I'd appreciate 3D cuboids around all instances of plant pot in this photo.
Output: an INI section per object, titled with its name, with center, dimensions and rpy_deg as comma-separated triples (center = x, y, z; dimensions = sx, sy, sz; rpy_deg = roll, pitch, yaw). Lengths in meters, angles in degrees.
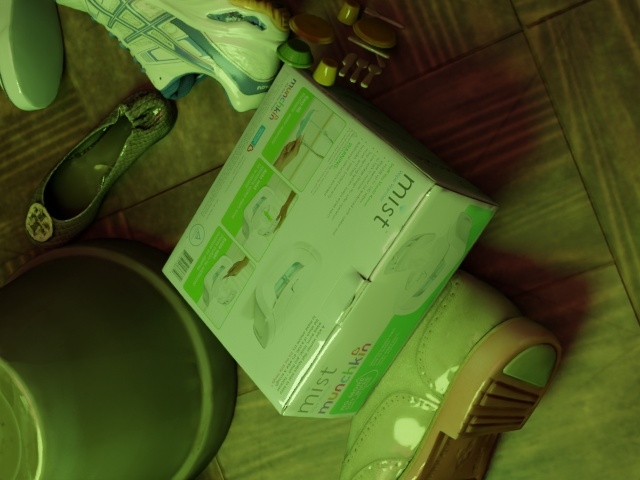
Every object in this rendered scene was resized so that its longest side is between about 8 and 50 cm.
[plant pot]
center = -0.292, 0.172, 1.029
dimensions = 0.323, 0.280, 0.323
rpy_deg = 3, 97, 20

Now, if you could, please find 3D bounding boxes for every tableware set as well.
[tableware set]
center = 0.019, -0.196, 0.954
dimensions = 0.104, 0.154, 0.024
rpy_deg = 26, 131, 1

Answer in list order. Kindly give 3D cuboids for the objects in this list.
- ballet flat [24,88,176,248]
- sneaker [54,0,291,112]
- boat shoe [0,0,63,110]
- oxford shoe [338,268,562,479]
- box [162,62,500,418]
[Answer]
[ballet flat]
center = -0.264, -0.081, 1.108
dimensions = 0.250, 0.058, 0.084
rpy_deg = -40, 82, 19
[sneaker]
center = -0.181, -0.222, 1.038
dimensions = 0.296, 0.112, 0.131
rpy_deg = 19, 108, 20
[boat shoe]
center = -0.369, -0.275, 1.106
dimensions = 0.088, 0.096, 0.267
rpy_deg = -12, 91, 24
[oxford shoe]
center = 0.089, 0.210, 1.001
dimensions = 0.397, 0.140, 0.146
rpy_deg = -57, 49, 19
[box]
center = 0.000, 0.000, 0.946
dimensions = 0.231, 0.127, 0.262
rpy_deg = 43, 109, 35
